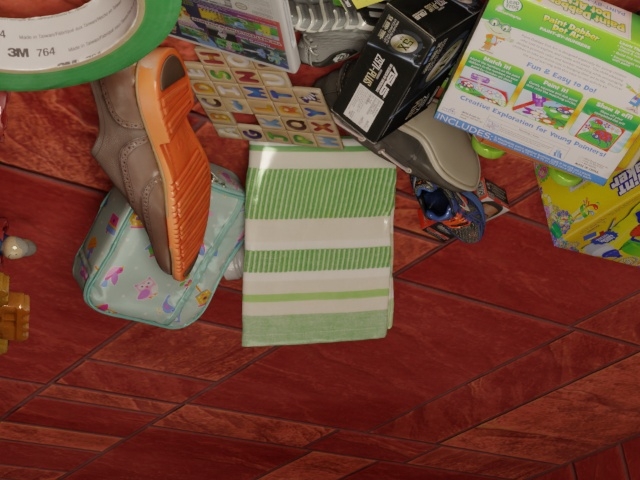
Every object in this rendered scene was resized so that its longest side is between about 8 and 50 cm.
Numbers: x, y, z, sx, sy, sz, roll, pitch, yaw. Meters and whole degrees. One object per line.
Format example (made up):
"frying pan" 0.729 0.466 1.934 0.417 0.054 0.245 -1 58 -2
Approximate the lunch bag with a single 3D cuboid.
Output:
"lunch bag" -0.233 -0.001 1.832 0.224 0.108 0.279 20 112 -34

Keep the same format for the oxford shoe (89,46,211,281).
"oxford shoe" -0.240 -0.105 1.655 0.133 0.130 0.364 5 123 16

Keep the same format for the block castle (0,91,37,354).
"block castle" -0.511 0.005 1.686 0.213 0.303 0.453 6 149 -12

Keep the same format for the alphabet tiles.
"alphabet tiles" -0.085 -0.197 1.645 0.198 0.009 0.237 8 157 18

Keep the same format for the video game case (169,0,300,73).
"video game case" -0.127 -0.288 1.425 0.201 0.023 0.183 19 156 15

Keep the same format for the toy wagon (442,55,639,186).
"toy wagon" 0.281 -0.199 1.598 0.344 0.068 0.267 19 145 2

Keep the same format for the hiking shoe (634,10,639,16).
"hiking shoe" 0.448 -0.246 1.687 0.304 0.113 0.132 -28 167 35

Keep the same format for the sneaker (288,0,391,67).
"sneaker" -0.024 -0.272 1.517 0.228 0.086 0.132 7 151 -27

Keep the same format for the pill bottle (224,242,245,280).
"pill bottle" -0.034 0.000 1.952 0.264 0.146 0.146 -11 152 4

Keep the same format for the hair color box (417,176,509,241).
"hair color box" 0.246 -0.052 2.035 0.141 0.043 0.072 -29 144 32

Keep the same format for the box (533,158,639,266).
"box" 0.547 -0.105 1.872 0.279 0.177 0.290 12 147 -34

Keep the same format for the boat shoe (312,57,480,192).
"boat shoe" 0.118 -0.166 1.741 0.095 0.112 0.335 -6 153 39

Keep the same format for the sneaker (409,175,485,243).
"sneaker" 0.200 -0.056 1.927 0.083 0.087 0.221 -18 136 30

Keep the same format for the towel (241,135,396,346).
"towel" 0.000 0.000 1.832 0.248 0.325 0.038 -2 -168 -16

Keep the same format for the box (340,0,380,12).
"box" 0.124 -0.353 1.401 0.232 0.087 0.058 -17 153 15

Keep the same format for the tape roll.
"tape roll" -0.317 -0.277 1.301 0.321 0.077 0.321 -11 159 -4

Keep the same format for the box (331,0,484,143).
"box" 0.113 -0.232 1.510 0.147 0.077 0.180 -37 163 -48

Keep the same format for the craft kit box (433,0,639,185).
"craft kit box" 0.295 -0.201 1.483 0.250 0.061 0.246 22 146 -1
